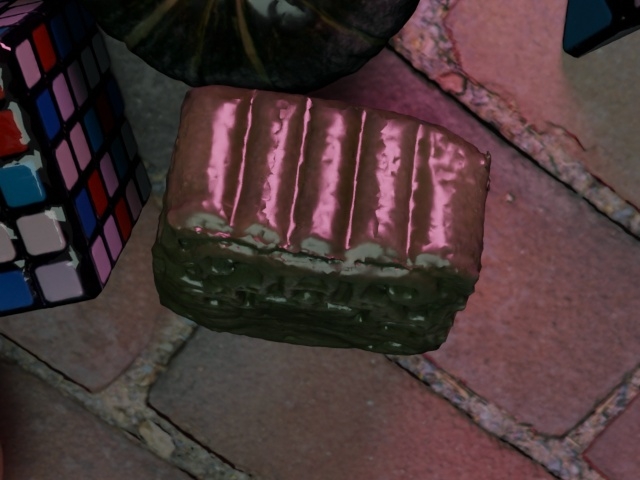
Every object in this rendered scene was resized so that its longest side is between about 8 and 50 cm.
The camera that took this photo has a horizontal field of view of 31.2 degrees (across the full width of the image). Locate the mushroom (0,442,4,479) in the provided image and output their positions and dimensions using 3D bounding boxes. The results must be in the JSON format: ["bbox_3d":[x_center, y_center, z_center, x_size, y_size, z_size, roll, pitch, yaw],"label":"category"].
[{"bbox_3d":[-0.385,0.182,0.885,0.356,0.315,0.315,1,120,44],"label":"mushroom"}]

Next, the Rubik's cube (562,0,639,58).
[{"bbox_3d":[0.222,-0.272,0.670,0.284,0.250,0.234,-23,91,20],"label":"Rubik's cube"}]

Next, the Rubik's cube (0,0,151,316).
[{"bbox_3d":[-0.241,-0.059,0.792,0.187,0.184,0.182,-10,113,11],"label":"Rubik's cube"}]

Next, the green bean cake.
[{"bbox_3d":[0.000,0.000,0.780,0.223,0.227,0.125,7,72,-2],"label":"green bean cake"}]

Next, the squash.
[{"bbox_3d":[-0.045,-0.214,0.715,0.252,0.165,0.252,3,120,5],"label":"squash"}]
